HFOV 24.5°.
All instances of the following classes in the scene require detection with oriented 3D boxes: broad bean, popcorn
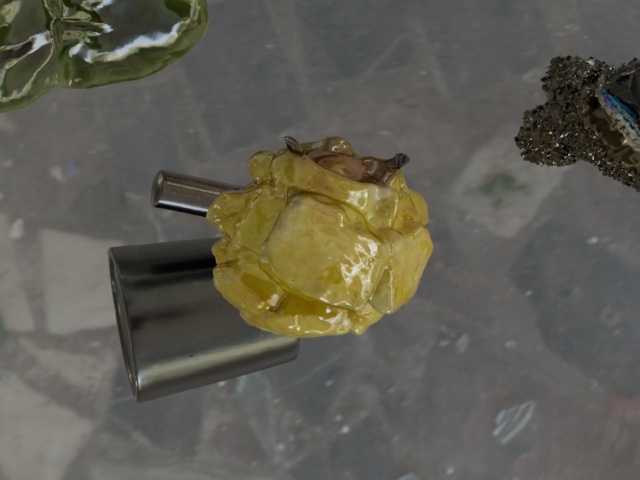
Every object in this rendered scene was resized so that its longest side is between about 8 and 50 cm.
[{"bbox_3d":[-0.193,-0.172,1.127,0.206,0.153,0.072,-20,48,-7],"label":"broad bean"},{"bbox_3d":[0.000,0.000,0.991,0.148,0.167,0.152,14,115,11],"label":"popcorn"}]

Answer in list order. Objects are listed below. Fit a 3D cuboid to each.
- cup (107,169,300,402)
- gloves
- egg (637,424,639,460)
[{"bbox_3d":[-0.120,0.053,1.525,0.177,0.239,0.166,-9,55,-11],"label":"cup"},{"bbox_3d":[0.324,-0.123,1.553,0.210,0.312,0.135,15,96,-3],"label":"gloves"},{"bbox_3d":[0.356,0.159,1.249,0.151,0.151,0.209,42,143,13],"label":"egg"}]
